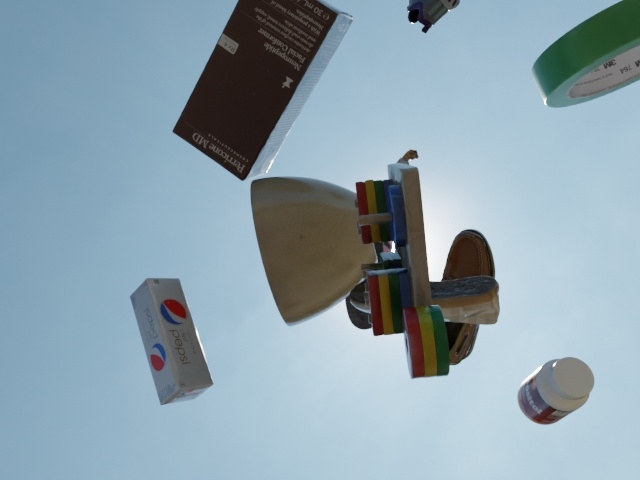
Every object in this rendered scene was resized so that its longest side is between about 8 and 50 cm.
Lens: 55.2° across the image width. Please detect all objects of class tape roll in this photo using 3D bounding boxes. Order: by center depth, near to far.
[{"bbox_3d":[0.577,-0.366,1.177,0.321,0.321,0.077,-18,-100,-12],"label":"tape roll"}]

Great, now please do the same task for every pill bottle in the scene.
[{"bbox_3d":[0.389,0.247,1.012,0.086,0.086,0.152,-17,-28,-12],"label":"pill bottle"}]

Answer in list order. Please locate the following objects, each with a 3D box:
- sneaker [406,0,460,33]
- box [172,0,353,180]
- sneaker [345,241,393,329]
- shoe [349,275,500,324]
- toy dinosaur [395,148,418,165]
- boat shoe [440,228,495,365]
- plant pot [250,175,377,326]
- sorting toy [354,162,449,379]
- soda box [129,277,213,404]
[{"bbox_3d":[0.202,-0.513,1.274,0.083,0.224,0.098,30,-64,-32],"label":"sneaker"},{"bbox_3d":[-0.120,-0.333,1.240,0.191,0.143,0.381,34,-69,6],"label":"box"},{"bbox_3d":[0.133,0.057,1.468,0.131,0.112,0.319,23,-111,-60],"label":"sneaker"},{"bbox_3d":[0.143,0.089,0.862,0.219,0.076,0.058,-3,-57,29],"label":"shoe"},{"bbox_3d":[0.188,-0.163,1.462,0.064,0.211,0.112,9,-63,14],"label":"toy dinosaur"},{"bbox_3d":[0.310,0.129,1.349,0.104,0.110,0.308,-6,-78,-55],"label":"boat shoe"},{"bbox_3d":[0.000,0.000,1.151,0.190,0.284,0.284,-15,-60,4],"label":"plant pot"},{"bbox_3d":[0.055,0.006,0.501,0.046,0.274,0.132,-6,-81,3],"label":"sorting toy"},{"bbox_3d":[-0.266,0.174,1.085,0.073,0.216,0.069,4,-35,-47],"label":"soda box"}]
